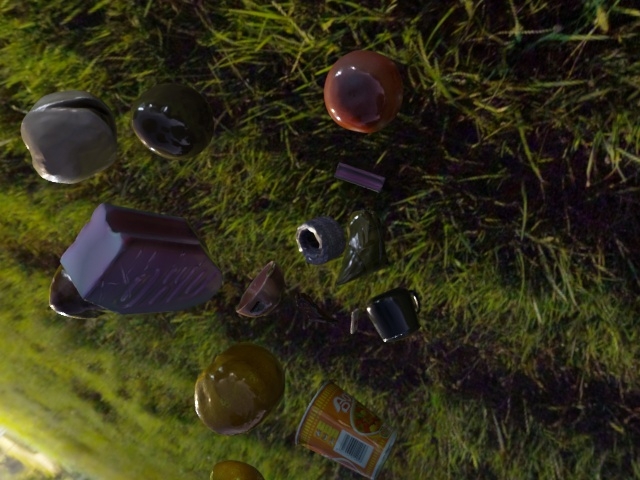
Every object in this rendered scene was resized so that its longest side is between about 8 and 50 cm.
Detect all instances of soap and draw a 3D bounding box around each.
[{"bbox_3d":[-0.316,0.050,0.888,0.193,0.324,0.109,-46,68,16],"label":"soap"},{"bbox_3d":[0.162,-0.258,1.881,0.203,0.122,0.065,19,100,4],"label":"soap"}]

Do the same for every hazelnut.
[{"bbox_3d":[-0.565,0.102,1.156,0.210,0.186,0.210,-8,152,-4],"label":"hazelnut"}]

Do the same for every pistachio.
[{"bbox_3d":[-0.639,-0.266,1.187,0.226,0.208,0.332,23,145,-30],"label":"pistachio"}]

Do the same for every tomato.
[{"bbox_3d":[0.136,-0.471,1.459,0.255,0.224,0.256,7,111,19],"label":"tomato"}]

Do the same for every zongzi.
[{"bbox_3d":[0.128,0.018,1.720,0.125,0.274,0.251,-9,97,50],"label":"zongzi"}]

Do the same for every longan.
[{"bbox_3d":[-0.471,-0.378,1.469,0.258,0.258,0.258,22,137,21],"label":"longan"}]

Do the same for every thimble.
[{"bbox_3d":[0.001,-0.001,1.431,0.150,0.097,0.150,29,129,43],"label":"thimble"}]

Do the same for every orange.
[{"bbox_3d":[-0.243,0.438,1.377,0.235,0.279,0.279,56,140,-2],"label":"orange"},{"bbox_3d":[-0.201,0.654,1.116,0.158,0.237,0.179,-20,119,14],"label":"orange"}]

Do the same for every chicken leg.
[{"bbox_3d":[-0.012,0.192,1.246,0.145,0.062,0.037,42,119,0],"label":"chicken leg"}]

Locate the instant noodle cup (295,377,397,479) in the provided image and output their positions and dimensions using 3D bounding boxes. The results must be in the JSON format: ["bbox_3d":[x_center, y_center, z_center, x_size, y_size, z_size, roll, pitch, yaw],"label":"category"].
[{"bbox_3d":[0.065,0.424,1.015,0.185,0.168,0.168,25,139,21],"label":"instant noodle cup"}]

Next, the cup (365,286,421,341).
[{"bbox_3d":[0.284,0.259,1.658,0.169,0.223,0.177,-40,70,56],"label":"cup"}]

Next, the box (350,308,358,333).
[{"bbox_3d":[0.128,0.300,1.711,0.012,0.046,0.083,9,105,24],"label":"box"}]

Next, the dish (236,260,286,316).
[{"bbox_3d":[-0.181,0.175,1.528,0.090,0.213,0.213,39,142,-12],"label":"dish"}]
